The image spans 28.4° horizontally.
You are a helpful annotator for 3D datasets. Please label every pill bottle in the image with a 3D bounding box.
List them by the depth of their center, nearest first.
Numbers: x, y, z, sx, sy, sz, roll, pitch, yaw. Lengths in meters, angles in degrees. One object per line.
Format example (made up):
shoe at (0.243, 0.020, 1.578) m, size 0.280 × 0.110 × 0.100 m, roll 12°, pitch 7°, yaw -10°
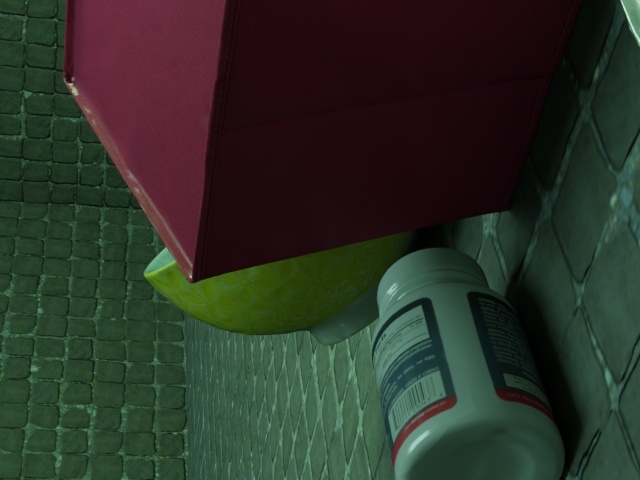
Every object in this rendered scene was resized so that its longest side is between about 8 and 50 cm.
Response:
pill bottle at (0.091, 0.091, 0.848) m, size 0.180 × 0.108 × 0.108 m, roll -99°, pitch 16°, yaw -52°

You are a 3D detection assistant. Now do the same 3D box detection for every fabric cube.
fabric cube at (-0.010, -0.165, 0.868) m, size 0.254 × 0.258 × 0.259 m, roll 55°, pitch 145°, yaw 38°

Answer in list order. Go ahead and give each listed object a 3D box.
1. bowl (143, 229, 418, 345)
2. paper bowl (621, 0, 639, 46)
bowl at (0.000, 0.000, 1.148) m, size 0.156 × 0.289 × 0.289 m, roll 51°, pitch 173°, yaw -8°
paper bowl at (0.169, -0.184, 0.429) m, size 0.284 × 0.148 × 0.284 m, roll -175°, pitch 90°, yaw -79°
